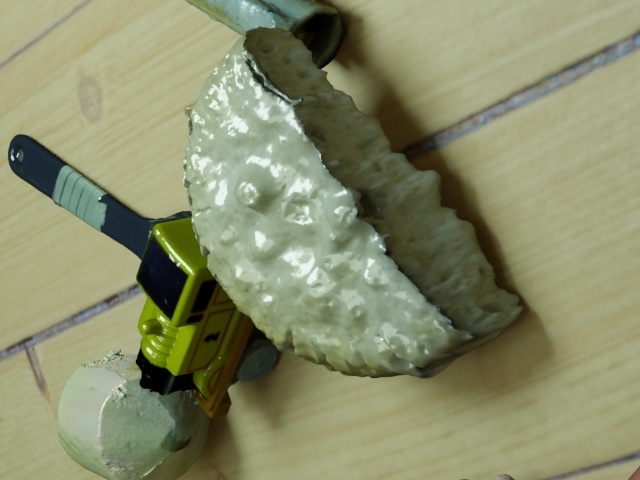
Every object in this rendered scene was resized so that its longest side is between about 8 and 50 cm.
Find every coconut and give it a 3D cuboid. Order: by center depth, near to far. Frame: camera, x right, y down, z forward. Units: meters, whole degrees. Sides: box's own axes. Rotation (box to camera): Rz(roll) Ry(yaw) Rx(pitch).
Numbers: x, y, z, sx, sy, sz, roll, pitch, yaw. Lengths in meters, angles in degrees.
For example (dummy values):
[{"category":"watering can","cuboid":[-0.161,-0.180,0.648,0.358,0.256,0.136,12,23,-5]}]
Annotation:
[{"category":"coconut","cuboid":[-0.153,0.152,1.664,0.122,0.116,0.116,9,106,48]}]

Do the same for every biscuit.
[{"category":"biscuit","cuboid":[0.000,0.000,1.414,0.281,0.084,0.179,47,123,13]}]

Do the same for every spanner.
[{"category":"spanner","cuboid":[-0.189,-0.030,1.741,0.316,0.024,0.087,33,121,43]}]

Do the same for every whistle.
[{"category":"whistle","cuboid":[-0.103,-0.219,1.557,0.326,0.057,0.068,36,168,40]}]

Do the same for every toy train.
[{"category":"toy train","cuboid":[-0.089,0.051,1.555,0.089,0.127,0.219,48,131,32]}]

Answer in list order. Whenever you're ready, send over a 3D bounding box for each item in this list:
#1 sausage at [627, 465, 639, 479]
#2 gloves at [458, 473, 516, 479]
[{"category":"sausage","cuboid":[0.215,0.182,1.275,0.062,0.062,0.154,56,136,25]},{"category":"gloves","cuboid":[0.119,0.283,1.362,0.126,0.145,0.241,83,177,-51]}]
